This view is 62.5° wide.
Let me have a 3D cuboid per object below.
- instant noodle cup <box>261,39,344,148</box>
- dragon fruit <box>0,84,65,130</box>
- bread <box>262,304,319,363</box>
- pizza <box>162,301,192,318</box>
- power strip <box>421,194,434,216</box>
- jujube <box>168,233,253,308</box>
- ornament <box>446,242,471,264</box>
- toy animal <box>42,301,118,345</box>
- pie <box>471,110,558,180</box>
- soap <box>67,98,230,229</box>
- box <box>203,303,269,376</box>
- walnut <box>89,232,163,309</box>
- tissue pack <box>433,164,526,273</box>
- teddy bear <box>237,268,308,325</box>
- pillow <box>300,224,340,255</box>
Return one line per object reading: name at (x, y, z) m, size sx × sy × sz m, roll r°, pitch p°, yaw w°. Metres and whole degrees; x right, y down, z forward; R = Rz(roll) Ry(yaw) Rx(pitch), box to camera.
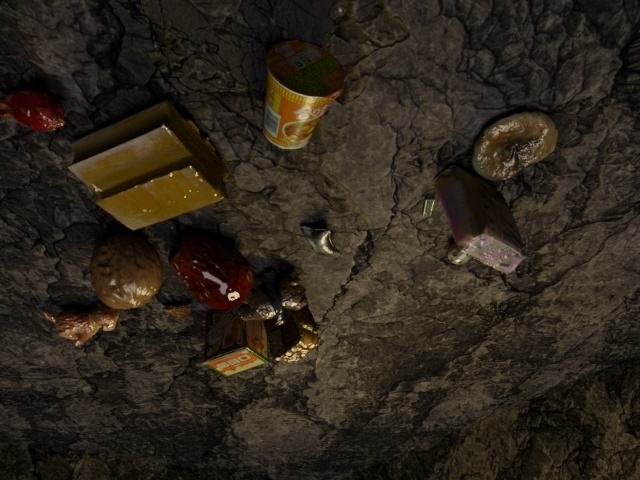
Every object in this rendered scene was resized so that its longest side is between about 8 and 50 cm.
instant noodle cup at (-0.052, -0.296, 1.123) m, size 0.168 × 0.168 × 0.185 m, roll 5°, pitch 147°, yaw -15°
dragon fruit at (-0.618, -0.285, 1.099) m, size 0.190 × 0.094 × 0.094 m, roll 15°, pitch 141°, yaw 10°
bread at (-0.100, 0.285, 1.755) m, size 0.096 × 0.222 × 0.181 m, roll 26°, pitch 120°, yaw -40°
pizza at (-0.474, 0.238, 1.794) m, size 0.100 × 0.029 × 0.099 m, roll -6°, pitch 149°, yaw 2°
power strip at (0.309, -0.096, 1.515) m, size 0.027 × 0.017 × 0.083 m, roll -4°, pitch 139°, yaw -2°
jujube at (-0.317, 0.087, 1.524) m, size 0.190 × 0.190 × 0.255 m, roll -34°, pitch 127°, yaw 28°
ornament at (0.465, 0.015, 1.634) m, size 0.156 × 0.081 × 0.075 m, roll -31°, pitch 172°, yaw 24°
toy animal at (-0.761, 0.247, 1.699) m, size 0.185 × 0.104 × 0.184 m, roll -17°, pitch 141°, yaw 17°
pie at (0.483, -0.246, 1.336) m, size 0.218 × 0.052 × 0.185 m, roll -33°, pitch 129°, yaw 25°
soap at (-0.394, -0.168, 1.235) m, size 0.281 × 0.143 × 0.259 m, roll -17°, pitch 137°, yaw 20°
box at (-0.288, 0.330, 1.796) m, size 0.177 × 0.195 × 0.148 m, roll -23°, pitch 138°, yaw 19°
walnut at (-0.536, 0.090, 1.460) m, size 0.213 × 0.213 × 0.213 m, roll -4°, pitch 140°, yaw -4°
tissue pack at (0.423, -0.059, 1.390) m, size 0.215 × 0.256 × 0.123 m, roll 21°, pitch 130°, yaw -31°
teddy bear at (-0.169, 0.193, 1.667) m, size 0.251 × 0.129 × 0.182 m, roll -14°, pitch 111°, yaw 9°
pillow at (-0.001, 0.002, 1.555) m, size 0.091 × 0.055 × 0.135 m, roll -12°, pitch 139°, yaw 9°
